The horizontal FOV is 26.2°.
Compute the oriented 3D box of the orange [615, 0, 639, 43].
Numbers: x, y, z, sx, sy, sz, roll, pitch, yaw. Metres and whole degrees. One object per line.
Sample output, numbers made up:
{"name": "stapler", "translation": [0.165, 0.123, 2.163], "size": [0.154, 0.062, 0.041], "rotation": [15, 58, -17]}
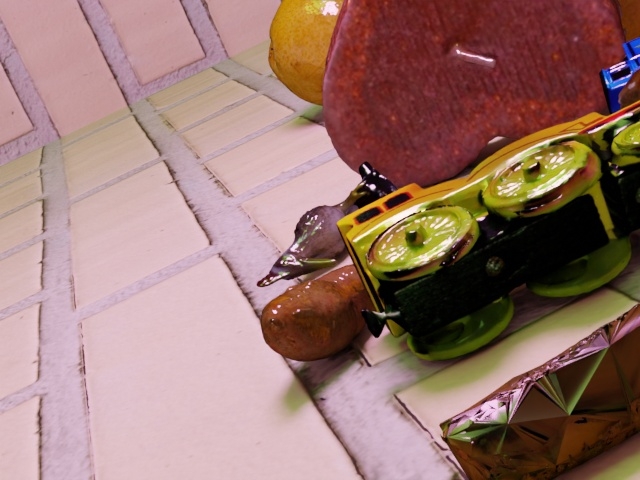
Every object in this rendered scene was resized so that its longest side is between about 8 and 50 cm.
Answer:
{"name": "orange", "translation": [0.302, -0.298, 1.501], "size": [0.236, 0.236, 0.236], "rotation": [-23, 14, 6]}

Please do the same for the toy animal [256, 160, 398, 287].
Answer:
{"name": "toy animal", "translation": [0.009, -0.006, 1.321], "size": [0.105, 0.070, 0.202], "rotation": [-28, 10, 49]}

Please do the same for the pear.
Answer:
{"name": "pear", "translation": [0.021, -0.292, 2.013], "size": [0.209, 0.209, 0.209], "rotation": [-23, 14, 6]}

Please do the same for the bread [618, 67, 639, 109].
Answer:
{"name": "bread", "translation": [0.446, -0.179, 1.089], "size": [0.416, 0.113, 0.165], "rotation": [-30, 14, -15]}

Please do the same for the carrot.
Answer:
{"name": "carrot", "translation": [0.170, 0.070, 0.754], "size": [0.228, 0.069, 0.069], "rotation": [-29, 15, -12]}

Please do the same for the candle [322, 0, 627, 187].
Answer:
{"name": "candle", "translation": [0.139, -0.209, 1.375], "size": [0.317, 0.287, 0.131], "rotation": [-18, 20, 13]}

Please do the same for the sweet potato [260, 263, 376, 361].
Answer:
{"name": "sweet potato", "translation": [0.012, 0.053, 1.086], "size": [0.068, 0.068, 0.226], "rotation": [-15, 6, 33]}

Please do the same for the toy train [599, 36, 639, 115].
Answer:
{"name": "toy train", "translation": [0.318, -0.147, 1.242], "size": [0.131, 0.083, 0.204], "rotation": [-23, 14, 15]}

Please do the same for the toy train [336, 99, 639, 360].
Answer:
{"name": "toy train", "translation": [0.157, -0.020, 1.000], "size": [0.296, 0.100, 0.160], "rotation": [-26, 20, -2]}
